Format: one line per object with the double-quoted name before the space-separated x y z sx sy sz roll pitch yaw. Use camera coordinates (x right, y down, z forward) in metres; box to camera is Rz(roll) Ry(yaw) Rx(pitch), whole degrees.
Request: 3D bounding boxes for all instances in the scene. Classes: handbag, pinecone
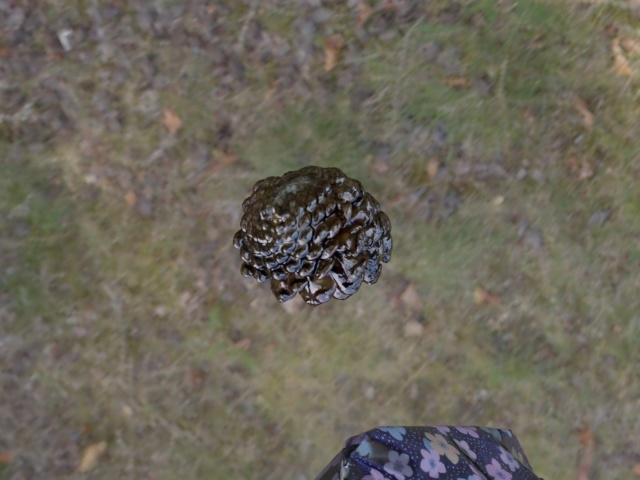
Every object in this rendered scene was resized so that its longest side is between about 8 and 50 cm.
"handbag" 0.030 0.201 0.834 0.208 0.229 0.127 -49 61 21
"pinecone" 0.000 0.000 0.734 0.077 0.077 0.083 -19 148 33
